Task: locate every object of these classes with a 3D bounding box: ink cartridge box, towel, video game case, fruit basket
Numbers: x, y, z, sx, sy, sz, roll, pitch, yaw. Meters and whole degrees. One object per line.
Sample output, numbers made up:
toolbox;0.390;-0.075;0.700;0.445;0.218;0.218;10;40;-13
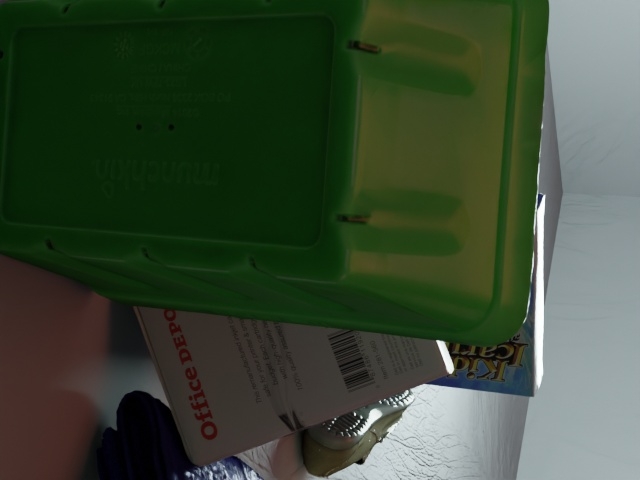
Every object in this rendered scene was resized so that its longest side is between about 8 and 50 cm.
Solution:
ink cartridge box;-0.022;0.073;0.982;0.092;0.219;0.160;26;43;-80
towel;-0.075;0.283;1.016;0.308;0.076;0.227;50;14;-49
video game case;0.132;0.058;1.449;0.061;0.270;0.244;-50;140;-59
fruit basket;-0.003;-0.081;0.860;0.392;0.392;0.283;2;92;-72

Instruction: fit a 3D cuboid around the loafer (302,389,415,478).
loafer;0.040;0.231;1.528;0.251;0.094;0.087;-18;136;-60
